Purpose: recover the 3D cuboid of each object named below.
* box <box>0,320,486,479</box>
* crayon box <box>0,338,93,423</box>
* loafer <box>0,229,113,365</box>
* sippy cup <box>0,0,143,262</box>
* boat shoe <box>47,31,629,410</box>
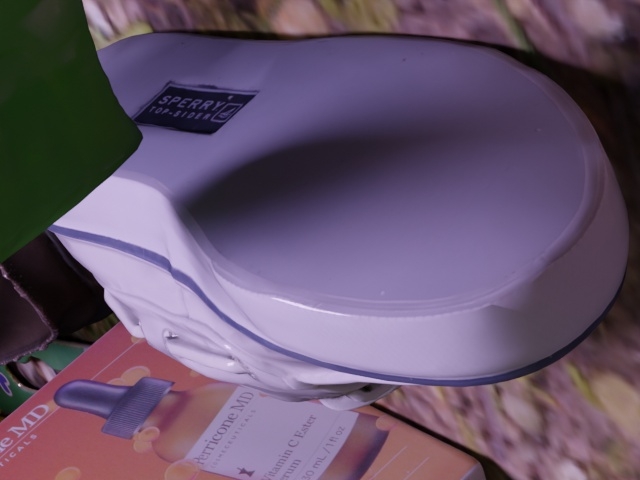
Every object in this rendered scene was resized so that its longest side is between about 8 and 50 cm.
[{"bbox_3d":[-0.037,0.114,0.670,0.170,0.130,0.091,23,144,41],"label":"box"},{"bbox_3d":[-0.082,0.192,0.896,0.203,0.083,0.323,4,129,55],"label":"crayon box"},{"bbox_3d":[-0.148,0.026,0.779,0.080,0.078,0.220,53,154,-7],"label":"loafer"},{"bbox_3d":[-0.172,-0.131,0.473,0.224,0.240,0.305,106,159,-72],"label":"sippy cup"},{"bbox_3d":[0.000,0.000,0.523,0.258,0.095,0.084,24,150,59],"label":"boat shoe"}]
